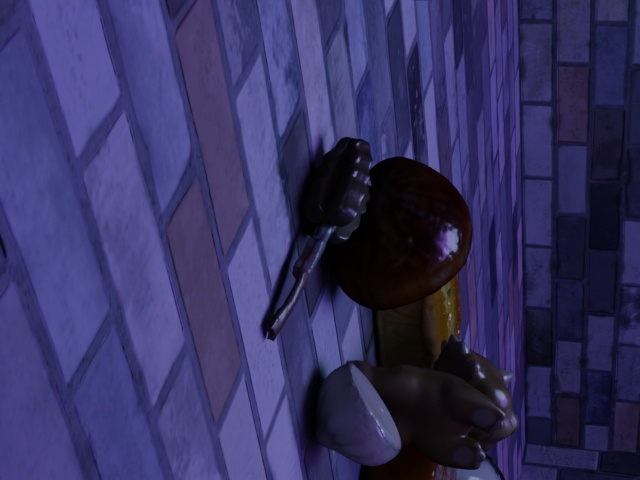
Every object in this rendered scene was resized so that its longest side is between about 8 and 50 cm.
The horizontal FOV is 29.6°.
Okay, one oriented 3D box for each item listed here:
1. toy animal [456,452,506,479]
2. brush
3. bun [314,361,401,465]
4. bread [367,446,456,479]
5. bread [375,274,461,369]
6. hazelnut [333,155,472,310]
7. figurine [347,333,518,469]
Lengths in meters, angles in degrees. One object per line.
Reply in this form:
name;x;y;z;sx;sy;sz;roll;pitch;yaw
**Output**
toy animal;0.251;0.497;2.228;0.325;0.154;0.208;85;-15;-46
brush;0.000;0.000;1.413;0.084;0.071;0.301;84;24;-44
bun;0.036;0.232;1.548;0.138;0.094;0.138;59;4;-7
bread;0.143;0.446;1.942;0.327;0.114;0.295;64;34;-64
bread;0.152;0.097;1.884;0.152;0.119;0.288;-71;159;-53
hazelnut;0.101;-0.006;1.573;0.204;0.178;0.178;-45;154;-9
figurine;0.166;0.227;1.773;0.173;0.247;0.177;-77;167;-65
